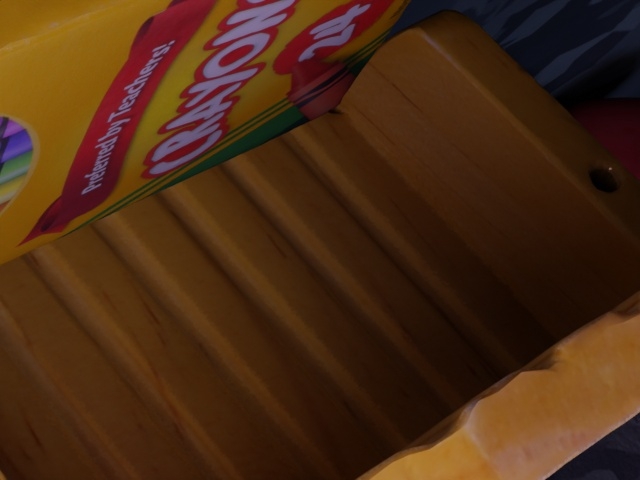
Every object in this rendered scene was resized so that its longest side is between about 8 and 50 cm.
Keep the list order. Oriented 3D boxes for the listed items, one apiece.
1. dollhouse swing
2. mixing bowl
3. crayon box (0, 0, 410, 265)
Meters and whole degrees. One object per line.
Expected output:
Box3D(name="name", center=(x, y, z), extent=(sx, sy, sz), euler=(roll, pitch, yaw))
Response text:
Box3D(name="dollhouse swing", center=(0.000, 0.000, 0.691), extent=(0.347, 0.315, 0.305), euler=(-29, 156, -31))
Box3D(name="mixing bowl", center=(0.219, -0.045, 1.468), extent=(0.181, 0.098, 0.181), euler=(20, 90, -83))
Box3D(name="crayon box", center=(-0.105, -0.060, 0.590), extent=(0.318, 0.081, 0.202), euler=(-27, 169, -26))
